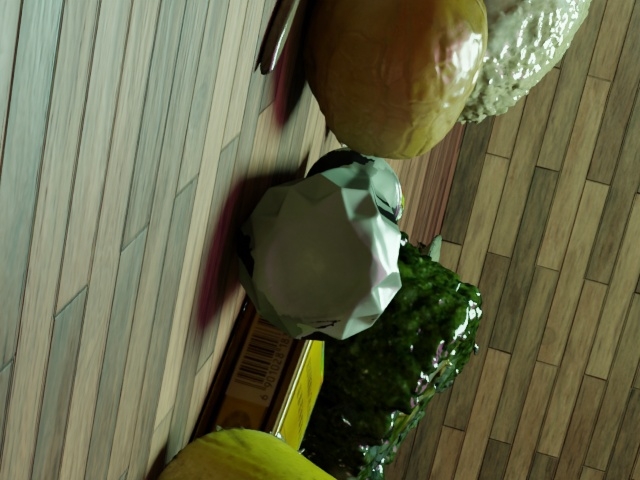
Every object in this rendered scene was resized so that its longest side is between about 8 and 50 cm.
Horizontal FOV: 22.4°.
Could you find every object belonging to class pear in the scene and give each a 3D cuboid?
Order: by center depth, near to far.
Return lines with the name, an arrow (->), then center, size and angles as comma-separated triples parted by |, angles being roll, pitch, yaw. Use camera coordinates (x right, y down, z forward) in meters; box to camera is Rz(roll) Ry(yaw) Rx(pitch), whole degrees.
pear -> -0.037, 0.289, 1.456 | 0.267, 0.178, 0.267 | 6, 81, -41

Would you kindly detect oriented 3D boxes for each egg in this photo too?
egg -> 0.192, -0.295, 1.950 | 0.310, 0.279, 0.279 | -60, 169, -10

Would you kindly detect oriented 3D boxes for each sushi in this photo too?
sushi -> 0.063, 0.167, 2.046 | 0.294, 0.178, 0.352 | -53, 168, -18

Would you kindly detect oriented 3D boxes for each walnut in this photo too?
walnut -> 0.072, -0.189, 1.613 | 0.225, 0.193, 0.193 | 103, 6, -59

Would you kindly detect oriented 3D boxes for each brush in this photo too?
brush -> -0.021, -0.235, 1.463 | 0.070, 0.021, 0.196 | 84, 25, -70

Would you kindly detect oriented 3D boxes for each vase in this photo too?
vase -> 0.014, -0.010, 1.665 | 0.360, 0.165, 0.165 | -62, 165, -76

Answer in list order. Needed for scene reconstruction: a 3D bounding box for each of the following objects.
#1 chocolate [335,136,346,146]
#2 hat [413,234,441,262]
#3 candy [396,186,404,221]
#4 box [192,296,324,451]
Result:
chocolate -> 0.053, -0.224, 1.800 | 0.102, 0.065, 0.329 | -32, 152, -20
hat -> 0.087, 0.098, 2.396 | 0.257, 0.130, 0.257 | 16, 90, -83
candy -> 0.023, 0.039, 2.141 | 0.305, 0.083, 0.091 | -63, -175, -18
box -> -0.076, 0.219, 1.687 | 0.193, 0.084, 0.301 | 89, 18, -59
